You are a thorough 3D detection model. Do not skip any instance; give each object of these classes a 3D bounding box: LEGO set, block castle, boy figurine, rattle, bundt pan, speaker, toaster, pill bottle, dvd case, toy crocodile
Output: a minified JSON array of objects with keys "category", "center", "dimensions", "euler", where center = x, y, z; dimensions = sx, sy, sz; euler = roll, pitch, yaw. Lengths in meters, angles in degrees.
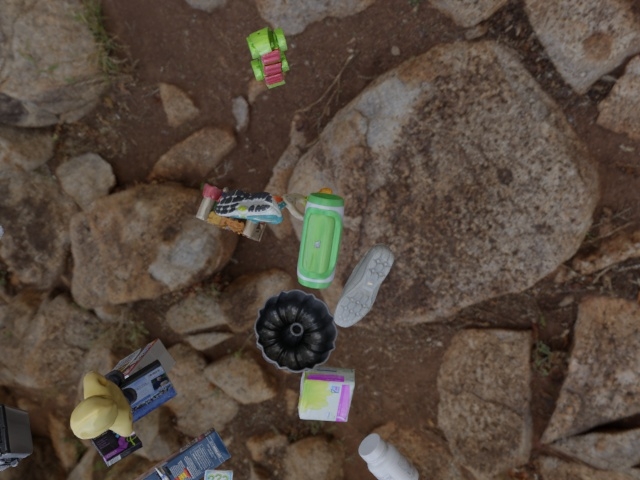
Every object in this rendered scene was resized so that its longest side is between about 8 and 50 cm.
[{"category":"LEGO set","center":[-0.366,0.706,1.435],"dimensions":[0.244,0.182,0.060],"euler":[7,165,-7]},{"category":"block castle","center":[-0.393,-0.145,2.527],"dimensions":[0.303,0.212,0.453],"euler":[21,177,-4]},{"category":"boy figurine","center":[-0.482,0.379,1.218],"dimensions":[0.177,0.092,0.285],"euler":[56,170,-5]},{"category":"rattle","center":[-0.076,-0.153,1.985],"dimensions":[0.200,0.130,0.143],"euler":[23,147,-33]},{"category":"bundt pan","center":[-0.107,0.364,2.091],"dimensions":[0.331,0.331,0.124],"euler":[40,148,4]},{"category":"speaker","center":[0.000,0.000,1.743],"dimensions":[0.131,0.131,0.296],"euler":[19,108,37]},{"category":"toaster","center":[-0.930,0.569,1.523],"dimensions":[0.185,0.168,0.110],"euler":[60,-179,31]},{"category":"pill bottle","center":[0.253,0.843,2.029],"dimensions":[0.229,0.131,0.131],"euler":[49,152,-14]},{"category":"dvd case","center":[-0.513,0.440,1.526],"dimensions":[0.022,0.180,0.253],"euler":[49,157,26]},{"category":"toy crocodile","center":[-0.156,-0.556,1.667],"dimensions":[0.340,0.115,0.105],"euler":[91,162,-80]}]

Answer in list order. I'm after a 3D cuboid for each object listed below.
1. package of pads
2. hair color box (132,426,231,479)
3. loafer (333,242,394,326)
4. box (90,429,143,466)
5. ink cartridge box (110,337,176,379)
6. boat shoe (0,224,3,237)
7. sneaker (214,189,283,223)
[{"category":"package of pads","center":[0.020,0.679,2.366],"dimensions":[0.229,0.101,0.296],"euler":[4,127,-2]},{"category":"hair color box","center":[-0.472,0.755,1.748],"dimensions":[0.105,0.347,0.174],"euler":[57,159,6]},{"category":"loafer","center":[0.145,0.152,1.826],"dimensions":[0.112,0.319,0.111],"euler":[30,-166,-13]},{"category":"box","center":[-0.663,0.637,1.724],"dimensions":[0.162,0.116,0.029],"euler":[26,127,40]},{"category":"ink cartridge box","center":[-0.736,0.544,2.034],"dimensions":[0.130,0.272,0.309],"euler":[57,-170,-10]},{"category":"boat shoe","center":[-0.769,0.032,1.018],"dimensions":[0.102,0.301,0.108],"euler":[45,154,11]},{"category":"sneaker","center":[-0.244,-0.097,1.789],"dimensions":[0.275,0.107,0.110],"euler":[9,152,37]}]
